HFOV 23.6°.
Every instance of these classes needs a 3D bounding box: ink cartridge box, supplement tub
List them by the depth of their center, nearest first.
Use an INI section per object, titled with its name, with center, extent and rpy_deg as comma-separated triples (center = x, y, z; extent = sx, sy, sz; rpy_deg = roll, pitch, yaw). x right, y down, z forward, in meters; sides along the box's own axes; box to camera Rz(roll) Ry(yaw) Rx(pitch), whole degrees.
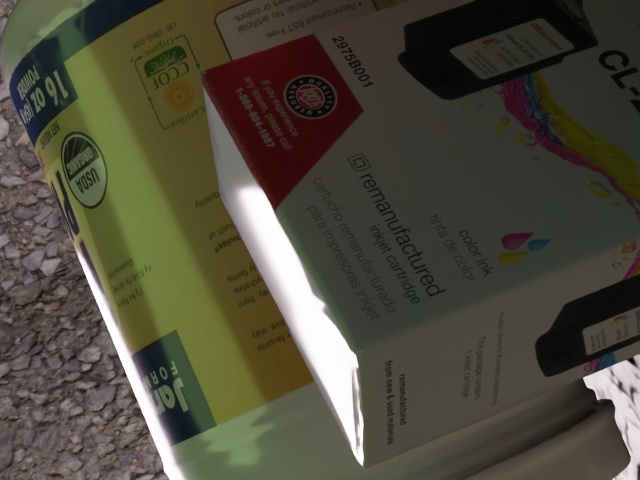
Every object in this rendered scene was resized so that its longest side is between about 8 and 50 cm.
[ink cartridge box]
center = 0.065, -0.022, 0.512
extent = 0.072, 0.175, 0.127
rpy_deg = 85, 160, -52
[supplement tub]
center = 0.000, 0.000, 0.751
extent = 0.228, 0.228, 0.316
rpy_deg = 127, 121, -79
